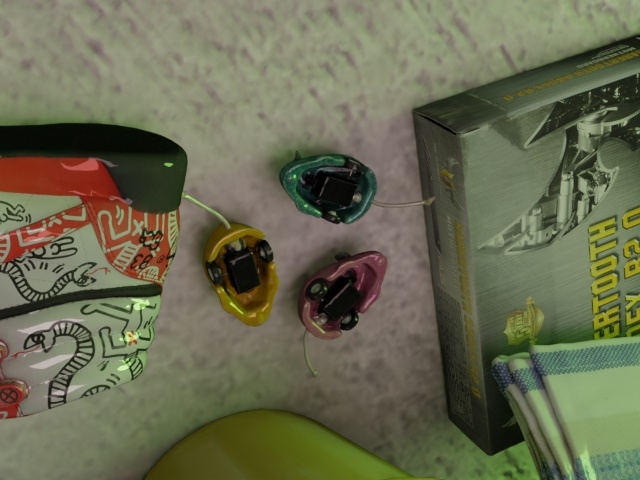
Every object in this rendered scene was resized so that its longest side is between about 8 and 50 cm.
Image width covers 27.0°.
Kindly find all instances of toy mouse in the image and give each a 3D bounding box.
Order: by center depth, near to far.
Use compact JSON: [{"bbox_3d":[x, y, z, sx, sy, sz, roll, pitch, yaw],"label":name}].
[{"bbox_3d":[0.000,0.000,0.775,0.143,0.031,0.161,-29,122,-15],"label":"toy mouse"}]

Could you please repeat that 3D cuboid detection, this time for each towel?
[{"bbox_3d":[0.232,0.181,0.788,0.209,0.285,0.034,-3,147,-30],"label":"towel"}]

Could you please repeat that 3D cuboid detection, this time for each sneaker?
[{"bbox_3d":[-0.196,0.017,0.640,0.270,0.090,0.145,0,109,-32],"label":"sneaker"}]

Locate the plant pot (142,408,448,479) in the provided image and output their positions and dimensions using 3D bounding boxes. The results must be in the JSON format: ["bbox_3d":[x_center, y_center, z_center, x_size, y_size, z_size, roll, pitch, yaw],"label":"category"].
[{"bbox_3d":[0.000,0.221,0.746,0.254,0.239,0.254,-12,116,-25],"label":"plant pot"}]

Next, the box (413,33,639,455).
[{"bbox_3d":[0.160,0.001,0.849,0.183,0.056,0.231,-20,119,-21],"label":"box"}]
